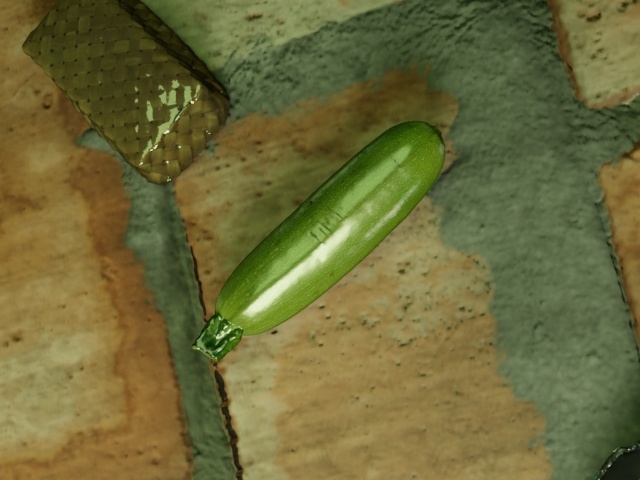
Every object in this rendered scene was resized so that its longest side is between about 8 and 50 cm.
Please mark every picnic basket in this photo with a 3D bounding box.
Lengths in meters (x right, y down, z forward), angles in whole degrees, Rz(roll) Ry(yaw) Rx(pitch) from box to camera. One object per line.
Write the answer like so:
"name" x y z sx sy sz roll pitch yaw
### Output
"picnic basket" -0.168 -0.141 1.313 0.110 0.055 0.193 -48 67 7

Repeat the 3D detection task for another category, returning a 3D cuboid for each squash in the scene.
"squash" 0.000 0.000 1.204 0.252 0.066 0.066 -42 66 9

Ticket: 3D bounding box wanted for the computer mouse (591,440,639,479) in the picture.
"computer mouse" 0.235 0.233 1.045 0.146 0.077 0.242 37 102 45
